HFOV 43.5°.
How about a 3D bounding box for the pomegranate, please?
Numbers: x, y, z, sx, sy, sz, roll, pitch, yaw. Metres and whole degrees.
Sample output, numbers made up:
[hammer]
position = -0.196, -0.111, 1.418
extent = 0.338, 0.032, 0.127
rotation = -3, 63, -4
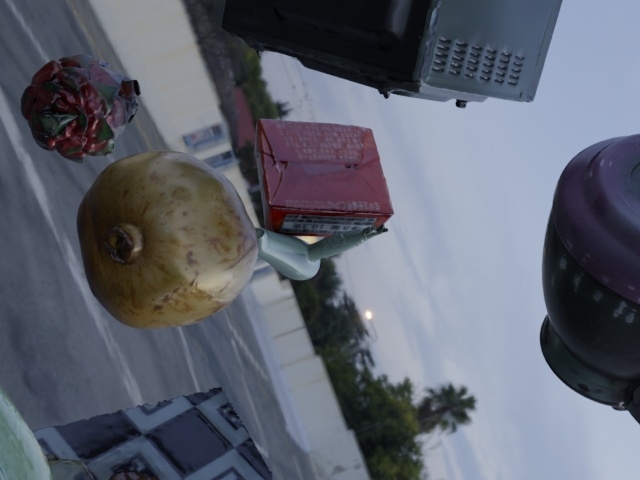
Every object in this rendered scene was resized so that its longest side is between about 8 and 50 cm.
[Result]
[pomegranate]
position = -0.186, 0.003, 0.939
extent = 0.215, 0.216, 0.215
rotation = 160, -90, -86

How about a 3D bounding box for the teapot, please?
[teapot]
position = 0.183, 0.032, 0.425
extent = 0.148, 0.116, 0.146
rotation = 33, -36, 25

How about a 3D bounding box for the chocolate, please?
[chocolate]
position = -0.004, -0.112, 1.512
extent = 0.108, 0.238, 0.234
rotation = 111, -26, -46

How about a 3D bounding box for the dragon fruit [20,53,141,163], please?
[dragon fruit]
position = -0.394, -0.218, 1.324
extent = 0.189, 0.182, 0.182
rotation = 17, 42, -47

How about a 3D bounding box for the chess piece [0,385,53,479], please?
[chess piece]
position = -0.186, 0.090, 0.364
extent = 0.176, 0.176, 0.298
rotation = -156, -124, -84

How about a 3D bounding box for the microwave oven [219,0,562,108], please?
[microwave oven]
position = 0.081, -0.303, 1.013
extent = 0.355, 0.286, 0.218
rotation = 26, -68, 39

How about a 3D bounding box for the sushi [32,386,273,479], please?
[sushi]
position = -0.142, 0.247, 0.632
extent = 0.339, 0.320, 0.068
rotation = 52, -43, 39

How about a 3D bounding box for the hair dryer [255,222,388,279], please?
[hair dryer]
position = 0.000, 0.000, 1.391
extent = 0.206, 0.237, 0.075
rotation = 30, 50, -59
